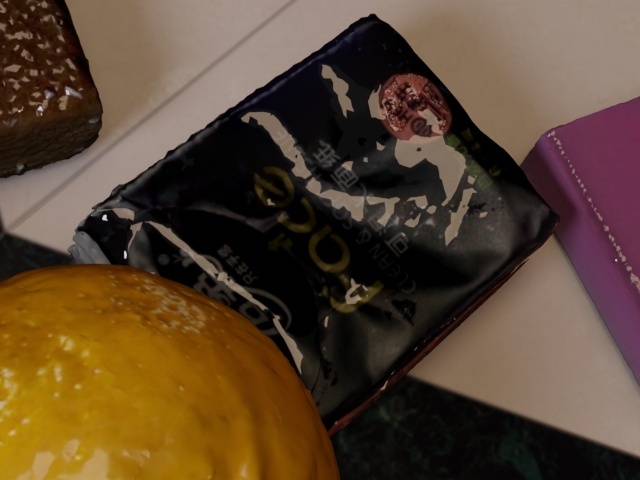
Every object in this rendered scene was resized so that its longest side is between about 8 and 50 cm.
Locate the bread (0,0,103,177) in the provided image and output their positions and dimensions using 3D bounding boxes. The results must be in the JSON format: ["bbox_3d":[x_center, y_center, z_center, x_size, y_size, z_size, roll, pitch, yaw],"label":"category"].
[{"bbox_3d":[-0.309,-0.241,1.251,0.165,0.113,0.416,-14,69,-19],"label":"bread"}]

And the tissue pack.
[{"bbox_3d":[0.000,0.000,1.204,0.332,0.123,0.245,-38,83,-24],"label":"tissue pack"}]

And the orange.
[{"bbox_3d":[-0.138,0.184,0.958,0.293,0.340,0.340,15,53,42],"label":"orange"}]

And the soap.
[{"bbox_3d":[0.305,0.001,1.300,0.181,0.081,0.259,-19,71,-20],"label":"soap"}]
